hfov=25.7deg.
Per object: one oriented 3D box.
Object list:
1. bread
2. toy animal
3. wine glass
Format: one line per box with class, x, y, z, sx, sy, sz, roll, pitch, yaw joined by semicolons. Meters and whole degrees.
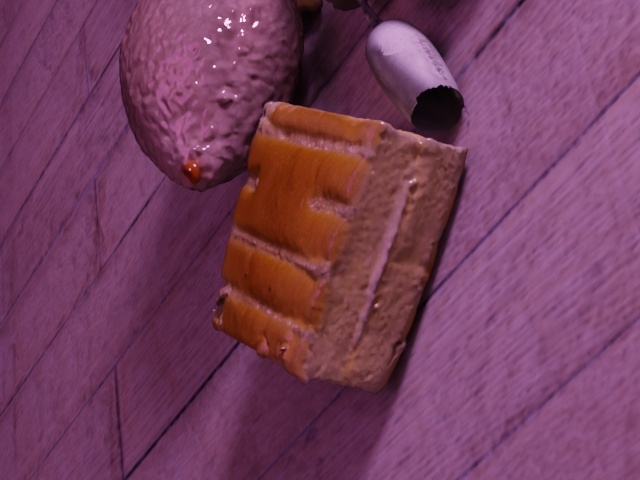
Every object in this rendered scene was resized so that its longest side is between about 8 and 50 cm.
bread;0.000;0.000;1.285;0.246;0.111;0.239;25;97;62
toy animal;-0.116;-0.194;1.502;0.226;0.188;0.358;-57;26;35
wine glass;0.067;-0.184;1.305;0.074;0.074;0.262;-59;34;26
